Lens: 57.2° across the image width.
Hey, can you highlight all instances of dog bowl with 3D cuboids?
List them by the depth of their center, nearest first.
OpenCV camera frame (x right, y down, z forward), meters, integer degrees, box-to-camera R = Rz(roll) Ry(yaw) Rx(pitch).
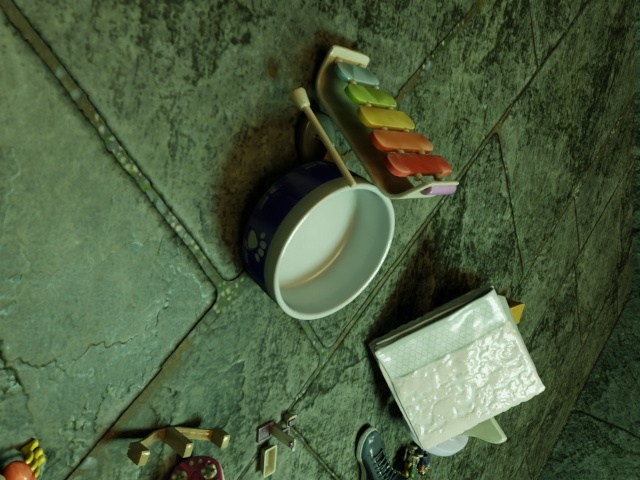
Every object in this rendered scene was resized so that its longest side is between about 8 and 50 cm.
[{"bbox_3d":[0.000,0.000,1.021,0.265,0.104,0.265,-26,135,-29],"label":"dog bowl"}]

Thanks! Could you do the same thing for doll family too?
[{"bbox_3d":[0.273,0.634,1.669,0.193,0.076,0.111,0,100,-52],"label":"doll family"}]

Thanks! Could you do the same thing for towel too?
[{"bbox_3d":[0.324,0.304,1.386,0.331,0.053,0.317,-28,105,4],"label":"towel"}]

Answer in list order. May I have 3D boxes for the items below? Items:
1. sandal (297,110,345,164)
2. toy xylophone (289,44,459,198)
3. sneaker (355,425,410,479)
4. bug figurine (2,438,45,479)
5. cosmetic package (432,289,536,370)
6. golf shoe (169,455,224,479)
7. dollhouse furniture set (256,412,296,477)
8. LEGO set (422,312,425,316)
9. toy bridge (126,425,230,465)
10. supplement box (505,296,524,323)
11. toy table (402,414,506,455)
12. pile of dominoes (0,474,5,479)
[{"bbox_3d":[0.011,-0.127,1.062,0.090,0.060,0.219,-28,125,-40],"label":"sandal"},{"bbox_3d":[0.088,-0.185,0.983,0.081,0.323,0.236,-43,168,33],"label":"toy xylophone"},{"bbox_3d":[0.174,0.579,1.461,0.086,0.163,0.226,-31,125,-36],"label":"sneaker"},{"bbox_3d":[-0.460,0.323,0.687,0.279,0.072,0.216,-35,129,-36],"label":"bug figurine"},{"bbox_3d":[0.443,0.270,1.585,0.224,0.138,0.225,15,50,-51],"label":"cosmetic package"},{"bbox_3d":[-0.196,0.521,0.958,0.140,0.115,0.306,83,6,-49],"label":"golf shoe"},{"bbox_3d":[-0.069,0.424,1.175,0.091,0.081,0.114,-13,114,-46],"label":"dollhouse furniture set"},{"bbox_3d":[0.256,0.229,1.522,0.054,0.023,0.083,10,97,-51],"label":"LEGO set"},{"bbox_3d":[-0.233,0.328,0.959,0.188,0.063,0.026,11,96,-52],"label":"toy bridge"},{"bbox_3d":[0.544,0.234,1.819,0.233,0.078,0.080,-10,112,-47],"label":"supplement box"},{"bbox_3d":[0.359,0.457,1.566,0.161,0.252,0.274,-45,159,23],"label":"toy table"},{"bbox_3d":[-0.473,0.298,0.588,0.251,0.040,0.196,30,63,-18],"label":"pile of dominoes"}]
